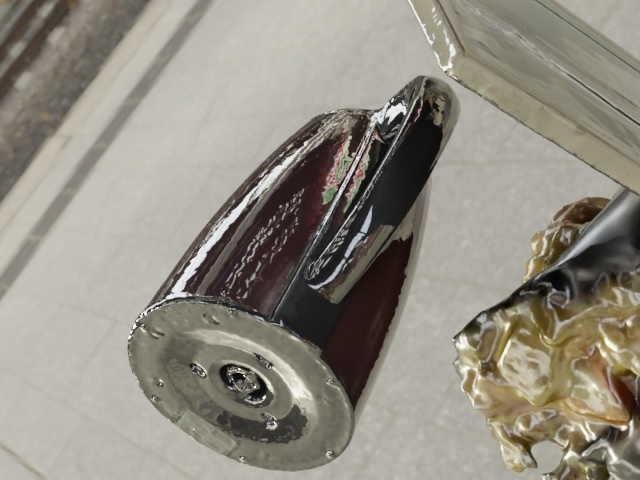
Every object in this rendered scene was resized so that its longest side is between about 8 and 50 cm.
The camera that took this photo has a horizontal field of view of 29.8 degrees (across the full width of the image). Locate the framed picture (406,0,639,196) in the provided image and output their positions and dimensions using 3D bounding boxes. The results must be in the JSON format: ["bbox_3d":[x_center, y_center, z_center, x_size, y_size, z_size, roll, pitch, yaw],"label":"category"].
[{"bbox_3d":[0.149,-0.083,0.653,0.016,0.289,0.213,-49,32,24],"label":"framed picture"}]

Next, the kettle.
[{"bbox_3d":[0.000,0.000,0.758,0.202,0.144,0.232,-54,7,47],"label":"kettle"}]

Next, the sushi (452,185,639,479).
[{"bbox_3d":[0.209,0.054,0.788,0.200,0.213,0.204,-16,4,37],"label":"sushi"}]
